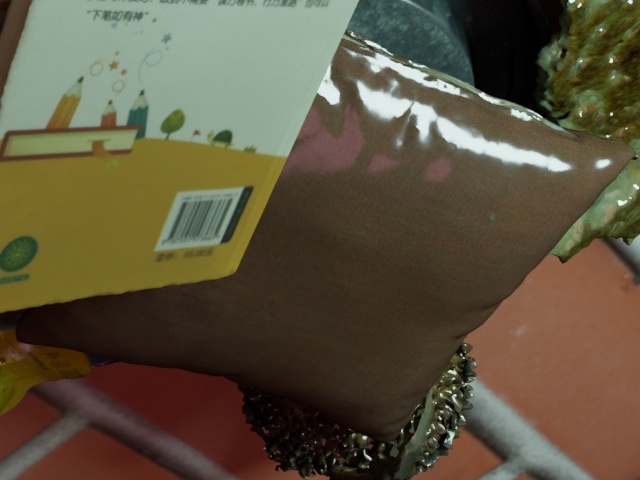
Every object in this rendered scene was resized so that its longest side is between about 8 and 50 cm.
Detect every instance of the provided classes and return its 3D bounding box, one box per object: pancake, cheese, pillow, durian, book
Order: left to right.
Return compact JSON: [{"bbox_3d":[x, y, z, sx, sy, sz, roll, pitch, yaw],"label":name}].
[{"bbox_3d":[-0.269,0.097,1.060,0.270,0.069,0.177,-14,147,12],"label":"cheese"},{"bbox_3d":[-0.071,-0.088,0.720,0.208,0.020,0.295,-7,132,-44],"label":"book"},{"bbox_3d":[0.000,0.000,0.949,0.308,0.108,0.305,18,126,-26],"label":"pillow"},{"bbox_3d":[0.034,0.108,1.174,0.196,0.167,0.196,-32,145,-26],"label":"durian"},{"bbox_3d":[0.254,-0.165,0.994,0.305,0.067,0.426,-22,140,-18],"label":"pancake"}]

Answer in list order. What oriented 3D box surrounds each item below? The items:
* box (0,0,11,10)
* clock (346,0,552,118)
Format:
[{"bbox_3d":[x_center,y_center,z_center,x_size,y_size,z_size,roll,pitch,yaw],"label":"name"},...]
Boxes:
[{"bbox_3d":[-0.279,-0.233,0.591,0.284,0.213,0.259,-8,154,-2],"label":"box"},{"bbox_3d":[-0.029,-0.085,0.994,0.386,0.076,0.386,-11,137,-10],"label":"clock"}]
